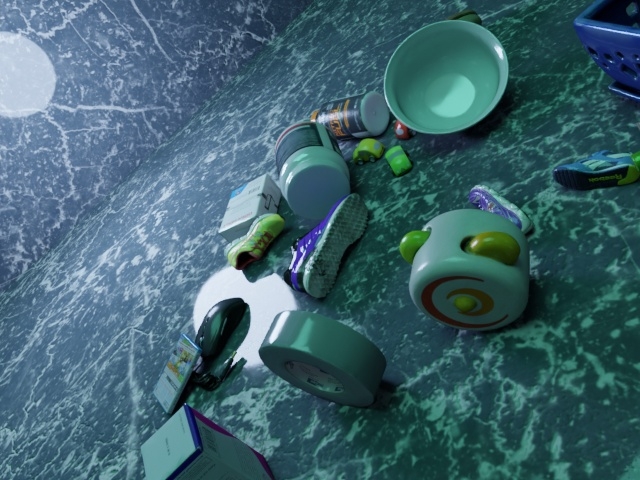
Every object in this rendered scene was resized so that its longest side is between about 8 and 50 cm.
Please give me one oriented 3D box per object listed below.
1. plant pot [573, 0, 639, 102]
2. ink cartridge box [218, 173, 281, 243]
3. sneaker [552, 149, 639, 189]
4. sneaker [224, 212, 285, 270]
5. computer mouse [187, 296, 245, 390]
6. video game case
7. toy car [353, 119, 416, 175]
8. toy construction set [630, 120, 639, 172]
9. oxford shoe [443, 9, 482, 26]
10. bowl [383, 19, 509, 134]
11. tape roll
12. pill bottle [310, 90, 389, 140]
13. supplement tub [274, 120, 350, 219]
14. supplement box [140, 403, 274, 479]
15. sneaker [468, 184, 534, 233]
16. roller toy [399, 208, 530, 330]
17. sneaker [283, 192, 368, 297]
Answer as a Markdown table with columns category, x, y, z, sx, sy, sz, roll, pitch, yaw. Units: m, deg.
| category | x | y | z | sx | sy | sz | roll | pitch | yaw |
| --- | --- | --- | --- | --- | --- | --- | --- | --- | --- |
| plant pot | 0.656 | -0.370 | 0.959 | 0.236 | 0.212 | 0.236 | -38 | 33 | 6 |
| ink cartridge box | -0.213 | -0.090 | 1.622 | 0.148 | 0.086 | 0.203 | -22 | 38 | 27 |
| sneaker | 0.509 | -0.132 | 0.978 | 0.144 | 0.053 | 0.059 | 0 | 51 | 34 |
| sneaker | -0.176 | 0.010 | 1.488 | 0.208 | 0.081 | 0.094 | -42 | 40 | 11 |
| computer mouse | -0.257 | 0.242 | 1.305 | 0.184 | 0.060 | 0.262 | 3 | 53 | 48 |
| video game case | -0.353 | 0.324 | 1.295 | 0.119 | 0.015 | 0.166 | 19 | 82 | 55 |
| toy car | 0.195 | -0.255 | 1.433 | 0.239 | 0.053 | 0.225 | -31 | 34 | 14 |
| toy construction set | 0.574 | -0.189 | 0.776 | 0.237 | 0.309 | 0.257 | -23 | 29 | 34 |
| oxford shoe | 0.376 | -0.526 | 1.538 | 0.147 | 0.140 | 0.397 | 33 | 69 | 24 |
| bowl | 0.320 | -0.389 | 1.338 | 0.298 | 0.134 | 0.297 | -3 | 81 | 19 |
| tape roll | 0.002 | 0.212 | 0.933 | 0.219 | 0.219 | 0.072 | -5 | 49 | 42 |
| pill bottle | 0.080 | -0.374 | 1.619 | 0.246 | 0.130 | 0.130 | 2 | 52 | 47 |
| supplement tub | -0.024 | -0.198 | 1.462 | 0.191 | 0.191 | 0.272 | -32 | 34 | 13 |
| supplement box | -0.184 | 0.399 | 0.903 | 0.114 | 0.220 | 0.111 | -44 | 33 | -2 |
| sneaker | 0.341 | -0.054 | 1.045 | 0.071 | 0.068 | 0.170 | -44 | 33 | 6 |
| roller toy | 0.252 | 0.057 | 0.887 | 0.209 | 0.191 | 0.146 | -16 | 40 | 36 |
| sneaker | -0.001 | 0.000 | 1.290 | 0.146 | 0.102 | 0.293 | 2 | 52 | 47 |
